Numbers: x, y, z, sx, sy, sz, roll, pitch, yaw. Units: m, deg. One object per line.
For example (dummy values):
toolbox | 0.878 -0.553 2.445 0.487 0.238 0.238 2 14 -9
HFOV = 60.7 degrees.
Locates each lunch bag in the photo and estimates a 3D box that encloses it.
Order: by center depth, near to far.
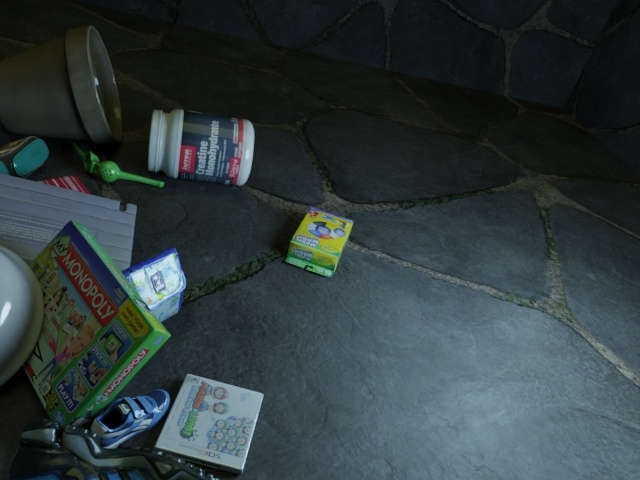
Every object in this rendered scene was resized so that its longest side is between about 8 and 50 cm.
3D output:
lunch bag | -0.329 0.095 1.039 0.096 0.151 0.129 29 35 20

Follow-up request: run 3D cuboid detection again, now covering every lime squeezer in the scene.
lime squeezer | -0.580 -0.207 1.467 0.310 0.059 0.110 23 34 13

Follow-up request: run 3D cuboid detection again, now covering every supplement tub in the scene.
supplement tub | -0.332 -0.260 1.522 0.272 0.191 0.191 5 35 -15

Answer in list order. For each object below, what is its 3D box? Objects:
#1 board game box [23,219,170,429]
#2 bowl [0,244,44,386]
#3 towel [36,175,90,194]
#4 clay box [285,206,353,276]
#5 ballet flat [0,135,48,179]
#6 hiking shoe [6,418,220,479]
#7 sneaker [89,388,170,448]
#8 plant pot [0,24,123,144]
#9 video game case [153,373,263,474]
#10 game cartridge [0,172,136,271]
board game box | -0.414 0.133 0.920 0.317 0.213 0.046 40 -2 32
bowl | -0.593 0.102 0.824 0.298 0.134 0.298 6 63 -12
towel | -0.620 -0.046 1.194 0.275 0.031 0.199 -24 66 -45
clay box | 0.000 0.000 1.404 0.127 0.053 0.222 18 32 5
ballet flat | -0.773 -0.159 1.298 0.106 0.107 0.316 -3 27 9
hiking shoe | -0.278 0.352 0.756 0.304 0.113 0.132 19 63 -6
sneaker | -0.299 0.276 0.869 0.053 0.059 0.144 30 35 25
plant pot | -0.733 -0.411 1.516 0.280 0.323 0.323 -10 38 -9
video game case | -0.181 0.302 0.916 0.143 0.019 0.157 15 33 -1
game cartridge | -0.570 -0.023 1.123 0.355 0.068 0.230 14 45 -25
